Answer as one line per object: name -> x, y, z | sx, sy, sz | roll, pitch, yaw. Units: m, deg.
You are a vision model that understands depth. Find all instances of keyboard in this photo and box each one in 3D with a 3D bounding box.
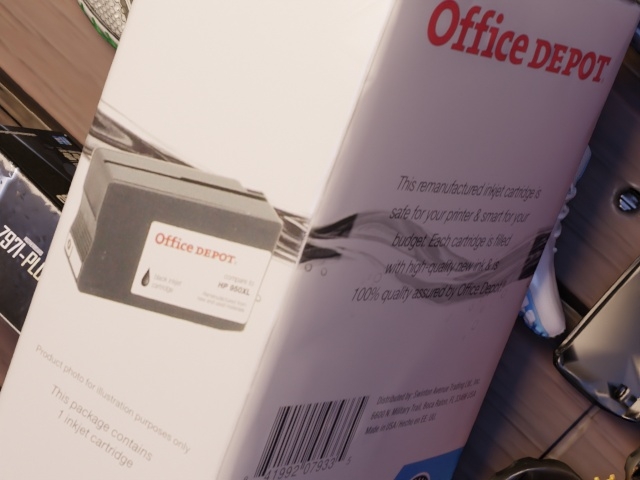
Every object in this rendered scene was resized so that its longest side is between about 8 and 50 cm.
keyboard -> 0.251, 0.044, 1.030 | 0.100, 0.038, 0.192 | 43, 88, 14

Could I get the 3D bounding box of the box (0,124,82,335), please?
box -> -0.171, 0.001, 1.014 | 0.147, 0.180, 0.077 | 44, 98, 6

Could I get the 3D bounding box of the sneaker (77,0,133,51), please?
sneaker -> -0.158, -0.248, 1.027 | 0.134, 0.146, 0.343 | -37, 86, 7

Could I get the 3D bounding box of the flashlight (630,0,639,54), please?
flashlight -> 0.309, -0.073, 0.961 | 0.103, 0.103, 0.304 | -42, 95, 19

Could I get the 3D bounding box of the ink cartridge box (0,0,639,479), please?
ink cartridge box -> 0.000, 0.000, 0.895 | 0.166, 0.285, 0.394 | 28, 104, 29

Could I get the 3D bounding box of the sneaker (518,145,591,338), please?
sneaker -> 0.146, -0.030, 1.026 | 0.083, 0.071, 0.190 | -15, 89, 3

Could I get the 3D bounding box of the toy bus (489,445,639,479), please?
toy bus -> 0.204, 0.251, 0.988 | 0.220, 0.149, 0.211 | -12, 105, 0
